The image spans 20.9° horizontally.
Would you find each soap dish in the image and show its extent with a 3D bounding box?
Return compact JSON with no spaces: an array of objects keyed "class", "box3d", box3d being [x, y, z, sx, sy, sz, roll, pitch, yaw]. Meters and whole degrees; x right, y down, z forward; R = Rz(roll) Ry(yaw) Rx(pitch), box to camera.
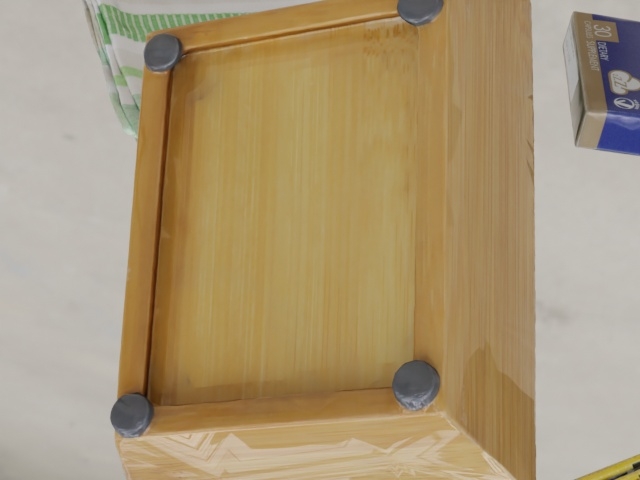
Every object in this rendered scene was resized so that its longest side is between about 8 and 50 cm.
[{"class":"soap dish","box3d":[0.000,0.000,0.952,0.229,0.291,0.118,-6,158,22]}]

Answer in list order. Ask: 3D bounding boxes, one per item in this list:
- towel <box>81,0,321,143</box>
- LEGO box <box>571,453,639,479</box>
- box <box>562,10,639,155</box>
[{"class":"towel","box3d":[-0.100,-0.214,1.569,0.247,0.325,0.038,-6,144,-25]},{"class":"LEGO box","box3d":[0.392,0.255,1.021,0.500,0.372,0.193,-24,161,11]},{"class":"box","box3d":[0.280,-0.093,1.167,0.225,0.136,0.036,10,125,-4]}]
